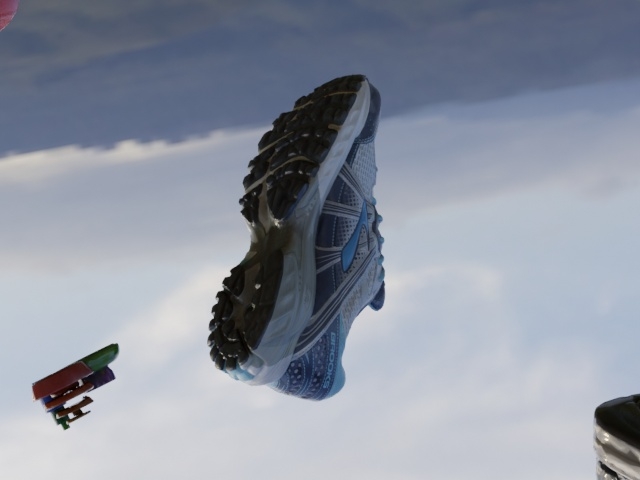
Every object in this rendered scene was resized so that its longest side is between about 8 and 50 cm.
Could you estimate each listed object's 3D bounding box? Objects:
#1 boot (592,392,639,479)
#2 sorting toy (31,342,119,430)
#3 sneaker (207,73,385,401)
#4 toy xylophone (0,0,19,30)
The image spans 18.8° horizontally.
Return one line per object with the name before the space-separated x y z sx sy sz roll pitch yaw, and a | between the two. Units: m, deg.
boot | 0.314 0.307 1.389 0.138 0.284 0.377 -10 -152 -34
sorting toy | -0.176 0.110 1.407 0.061 0.042 0.102 -26 -179 21
sneaker | 0.000 0.000 1.579 0.122 0.283 0.110 32 156 -32
toy xylophone | -0.222 -0.163 0.738 0.236 0.081 0.323 -16 147 -28
